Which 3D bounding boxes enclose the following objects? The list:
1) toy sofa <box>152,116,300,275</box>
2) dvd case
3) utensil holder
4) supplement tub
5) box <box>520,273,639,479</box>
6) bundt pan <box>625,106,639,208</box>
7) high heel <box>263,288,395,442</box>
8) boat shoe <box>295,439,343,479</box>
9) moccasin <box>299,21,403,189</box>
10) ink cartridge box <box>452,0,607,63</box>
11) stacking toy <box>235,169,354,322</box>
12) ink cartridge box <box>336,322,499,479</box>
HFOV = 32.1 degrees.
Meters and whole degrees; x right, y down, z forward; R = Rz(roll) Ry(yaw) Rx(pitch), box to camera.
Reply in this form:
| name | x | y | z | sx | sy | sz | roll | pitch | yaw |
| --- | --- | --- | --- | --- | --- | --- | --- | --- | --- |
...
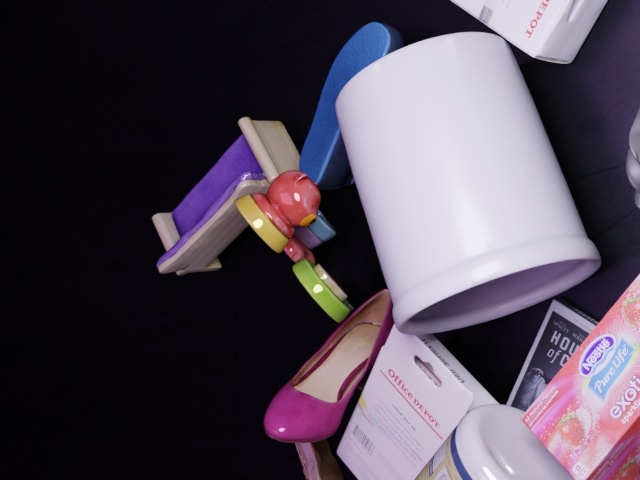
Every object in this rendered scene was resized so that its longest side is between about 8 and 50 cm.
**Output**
| name | x | y | z | sx | sy | sz | roll | pitch | yaw |
| --- | --- | --- | --- | --- | --- | --- | --- | --- | --- |
| toy sofa | -0.206 | -0.084 | 2.250 | 0.362 | 0.177 | 0.150 | -43 | 64 | 37 |
| dvd case | 0.404 | 0.239 | 1.792 | 0.179 | 0.029 | 0.239 | 35 | 116 | 36 |
| utensil holder | 0.218 | -0.084 | 1.755 | 0.327 | 0.327 | 0.386 | -32 | 68 | 39 |
| supplement tub | 0.241 | 0.433 | 1.725 | 0.228 | 0.228 | 0.316 | 51 | 125 | 29 |
| box | 0.454 | 0.206 | 1.596 | 0.300 | 0.142 | 0.154 | -52 | 42 | 11 |
| bundt pan | 0.546 | -0.080 | 1.455 | 0.330 | 0.124 | 0.331 | 28 | 150 | 18 |
| high heel | 0.019 | 0.209 | 1.922 | 0.127 | 0.377 | 0.181 | 21 | 114 | 18 |
| boat shoe | -0.005 | 0.442 | 2.168 | 0.059 | 0.063 | 0.170 | -44 | 54 | 38 |
| moccasin | 0.068 | -0.244 | 2.032 | 0.342 | 0.116 | 0.138 | -60 | 42 | 33 |
| ink cartridge box | 0.322 | -0.438 | 1.773 | 0.283 | 0.117 | 0.207 | 44 | 119 | 33 |
| stacking toy | 0.000 | 0.000 | 2.021 | 0.130 | 0.309 | 0.279 | -41 | 84 | 5 |
| ink cartridge box | 0.175 | 0.303 | 1.902 | 0.207 | 0.119 | 0.353 | 47 | 135 | 31 |
